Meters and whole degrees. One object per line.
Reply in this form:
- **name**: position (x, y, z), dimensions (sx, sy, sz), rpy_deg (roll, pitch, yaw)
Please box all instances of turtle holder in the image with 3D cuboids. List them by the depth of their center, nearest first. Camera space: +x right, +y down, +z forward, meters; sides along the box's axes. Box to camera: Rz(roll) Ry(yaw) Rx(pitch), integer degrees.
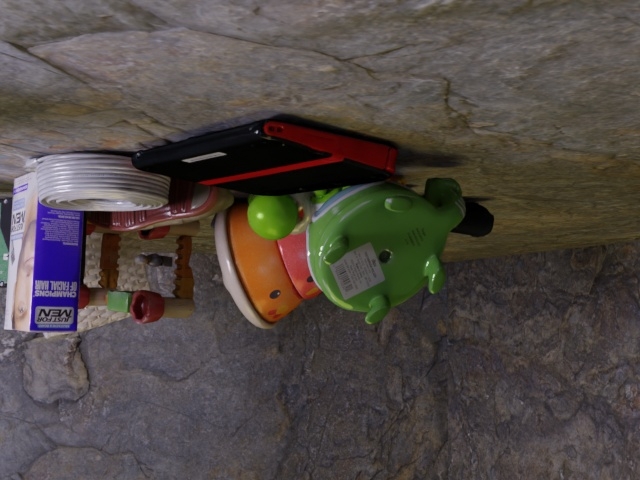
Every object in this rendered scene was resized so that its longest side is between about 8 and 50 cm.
- **turtle holder**: position (0.113, -0.024, 1.442), dimensions (0.243, 0.320, 0.227), rpy_deg (33, -173, -26)

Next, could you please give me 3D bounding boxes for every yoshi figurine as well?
- **yoshi figurine**: position (-0.004, -0.055, 1.632), dimensions (0.362, 0.203, 0.203), rpy_deg (1, 159, 18)

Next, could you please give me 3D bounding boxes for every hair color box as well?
- **hair color box**: position (-0.592, 0.026, 1.623), dimensions (0.110, 0.338, 0.185), rpy_deg (4, 174, -37)

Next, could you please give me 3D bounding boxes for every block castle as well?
- **block castle**: position (-0.537, 0.054, 2.031), dimensions (0.453, 0.302, 0.213), rpy_deg (2, 177, 45)

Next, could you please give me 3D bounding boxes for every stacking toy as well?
- **stacking toy**: position (0.000, 0.000, 1.932), dimensions (0.480, 0.350, 0.350), rpy_deg (-19, 170, 12)

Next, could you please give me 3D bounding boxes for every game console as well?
- **game console**: position (-0.093, -0.145, 1.346), dimensions (0.387, 0.060, 0.342), rpy_deg (-5, 169, 45)

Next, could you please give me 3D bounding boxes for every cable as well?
- **cable**: position (-0.423, -0.111, 1.484), dimensions (0.257, 0.089, 0.257), rpy_deg (-5, 172, 44)

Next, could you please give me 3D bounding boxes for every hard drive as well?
- **hard drive**: position (-0.750, 0.005, 1.969), dimensions (0.339, 0.236, 0.064), rpy_deg (-3, 173, 27)

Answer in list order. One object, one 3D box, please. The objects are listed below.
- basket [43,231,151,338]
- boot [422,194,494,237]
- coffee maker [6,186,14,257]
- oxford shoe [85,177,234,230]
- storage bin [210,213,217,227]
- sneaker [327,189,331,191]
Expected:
- **basket**: position (-0.764, 0.129, 2.520), dimensions (0.331, 0.328, 0.266), rpy_deg (-16, -177, -38)
- **boot**: position (0.347, -0.061, 1.895), dimensions (0.207, 0.094, 0.246), rpy_deg (6, 180, -16)
- **coffee maker**: position (-0.654, -0.038, 1.811), dimensions (0.171, 0.178, 0.120), rpy_deg (0, 175, 5)
- **oxford shoe**: position (-0.355, -0.073, 1.663), dimensions (0.348, 0.122, 0.130), rpy_deg (-2, 170, 24)
- **storage bin**: position (-0.241, -0.046, 2.159), dimensions (0.135, 0.098, 0.091), rpy_deg (16, 170, 45)
- **sneaker**: position (0.116, -0.080, 1.771), dimensions (0.221, 0.087, 0.083), rpy_deg (-1, 175, 16)
